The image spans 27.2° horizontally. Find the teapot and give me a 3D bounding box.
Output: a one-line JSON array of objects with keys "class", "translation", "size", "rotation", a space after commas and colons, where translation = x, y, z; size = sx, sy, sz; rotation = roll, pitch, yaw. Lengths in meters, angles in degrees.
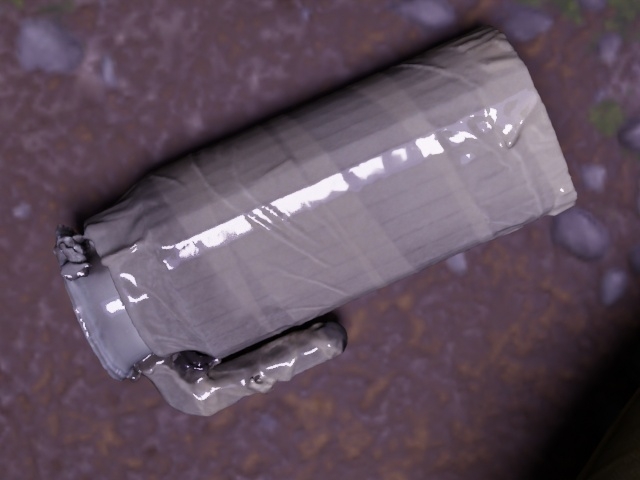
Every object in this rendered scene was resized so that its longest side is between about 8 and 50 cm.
[{"class": "teapot", "translation": [0.000, 0.000, 0.543], "size": [0.200, 0.077, 0.107], "rotation": [-23, 120, 1]}]

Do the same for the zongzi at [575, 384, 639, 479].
[{"class": "zongzi", "translation": [0.178, 0.130, 0.575], "size": [0.181, 0.418, 0.447], "rotation": [38, 56, 0]}]
